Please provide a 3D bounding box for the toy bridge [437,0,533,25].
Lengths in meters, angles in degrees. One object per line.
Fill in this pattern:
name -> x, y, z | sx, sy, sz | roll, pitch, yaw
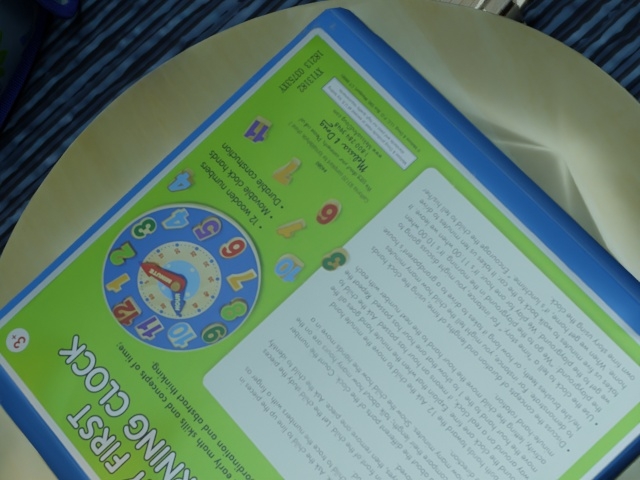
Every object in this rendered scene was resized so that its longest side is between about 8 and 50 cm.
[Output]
toy bridge -> 0.000, 0.000, 0.483 | 0.063, 0.026, 0.188 | 38, 87, 29

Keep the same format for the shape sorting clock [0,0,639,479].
shape sorting clock -> 0.003, 0.035, 0.434 | 0.206, 0.040, 0.206 | -6, 69, 15

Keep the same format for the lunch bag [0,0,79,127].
lunch bag -> -0.139, -0.099, 0.527 | 0.096, 0.129, 0.151 | 20, 76, 25
